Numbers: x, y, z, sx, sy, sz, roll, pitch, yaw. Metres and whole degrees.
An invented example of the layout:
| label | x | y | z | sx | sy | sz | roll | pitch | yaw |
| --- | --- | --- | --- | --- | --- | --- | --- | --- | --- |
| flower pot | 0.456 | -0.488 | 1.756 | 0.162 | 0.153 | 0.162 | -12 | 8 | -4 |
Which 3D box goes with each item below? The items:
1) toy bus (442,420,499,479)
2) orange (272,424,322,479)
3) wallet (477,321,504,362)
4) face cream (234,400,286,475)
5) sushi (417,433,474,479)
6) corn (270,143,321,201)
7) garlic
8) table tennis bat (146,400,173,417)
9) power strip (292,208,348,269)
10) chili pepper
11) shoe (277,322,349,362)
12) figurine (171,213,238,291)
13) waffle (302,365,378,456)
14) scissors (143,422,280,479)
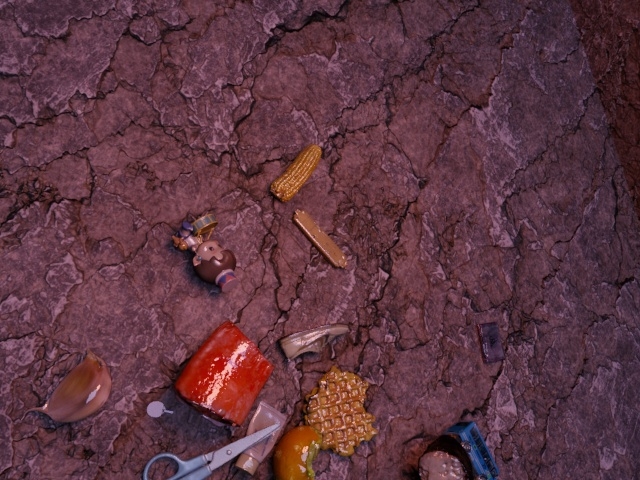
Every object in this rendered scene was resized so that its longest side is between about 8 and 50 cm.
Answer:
| label | x | y | z | sx | sy | sz | roll | pitch | yaw |
| --- | --- | --- | --- | --- | --- | --- | --- | --- | --- |
| toy bus | 0.591 | 0.839 | 1.994 | 0.134 | 0.113 | 0.246 | -25 | 86 | -32 |
| orange | -0.076 | 0.739 | 1.691 | 0.159 | 0.179 | 0.237 | 7 | 82 | -17 |
| wallet | 0.733 | 0.438 | 2.200 | 0.111 | 0.030 | 0.165 | -3 | 80 | -29 |
| face cream | -0.206 | 0.669 | 1.725 | 0.114 | 0.070 | 0.224 | 37 | 57 | -11 |
| sushi | 0.452 | 0.902 | 1.864 | 0.235 | 0.207 | 0.348 | -9 | 88 | 20 |
| corn | -0.089 | -0.268 | 1.985 | 0.101 | 0.101 | 0.291 | 40 | 62 | -10 |
| garlic | -0.737 | 0.477 | 1.524 | 0.266 | 0.149 | 0.128 | -42 | 132 | -30 |
| table tennis bat | -0.517 | 0.546 | 1.645 | 0.083 | 0.007 | 0.050 | 18 | 70 | -16 |
| power strip | 0.000 | 0.000 | 1.984 | 0.305 | 0.044 | 0.064 | 48 | 64 | -4 |
| chili pepper | -0.295 | 0.431 | 1.651 | 0.251 | 0.229 | 0.305 | 34 | 66 | 5 |
| shoe | -0.017 | 0.364 | 1.858 | 0.275 | 0.103 | 0.098 | -13 | 84 | -19 |
| figurine | -0.373 | 0.048 | 1.745 | 0.275 | 0.158 | 0.161 | 58 | 24 | 0 |
| waffle | 0.078 | 0.620 | 1.857 | 0.282 | 0.058 | 0.300 | -32 | 92 | -25 |
| scissors | -0.331 | 0.696 | 1.632 | 0.447 | 0.029 | 0.192 | -23 | 84 | -15 |
